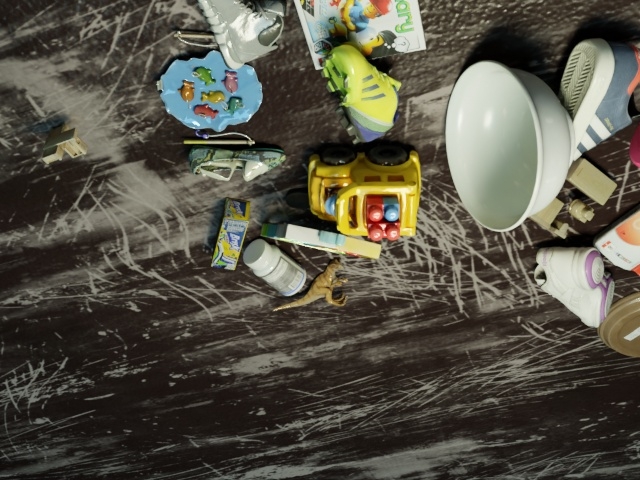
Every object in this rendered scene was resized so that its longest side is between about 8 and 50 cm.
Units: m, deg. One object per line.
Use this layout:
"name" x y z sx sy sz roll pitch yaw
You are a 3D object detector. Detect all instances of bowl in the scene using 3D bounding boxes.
"bowl" 0.349 -0.172 1.549 0.134 0.297 0.298 -10 144 -21

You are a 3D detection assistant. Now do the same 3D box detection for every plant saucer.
"plant saucer" 0.820 0.209 2.159 0.278 0.041 0.278 0 141 0

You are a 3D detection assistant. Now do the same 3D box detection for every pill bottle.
"pill bottle" -0.102 0.058 1.946 0.078 0.078 0.137 -27 133 28

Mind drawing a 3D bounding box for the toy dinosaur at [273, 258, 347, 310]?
"toy dinosaur" 0.000 0.115 2.042 0.112 0.064 0.211 36 121 -12

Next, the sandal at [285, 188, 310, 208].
"sandal" 0.018 -0.079 1.810 0.179 0.040 0.067 -5 139 6

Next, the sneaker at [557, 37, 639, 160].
"sneaker" 0.486 -0.211 1.594 0.148 0.131 0.350 -3 147 -15

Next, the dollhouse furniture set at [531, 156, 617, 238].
"dollhouse furniture set" 0.480 -0.100 1.798 0.144 0.123 0.151 30 97 -31

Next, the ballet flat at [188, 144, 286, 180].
"ballet flat" -0.161 -0.145 1.711 0.188 0.070 0.070 2 140 1

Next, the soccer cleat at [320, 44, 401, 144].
"soccer cleat" 0.078 -0.264 1.514 0.121 0.093 0.289 -30 159 -1

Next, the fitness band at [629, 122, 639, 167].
"fitness band" 0.650 -0.226 1.507 0.054 0.209 0.291 33 132 -14

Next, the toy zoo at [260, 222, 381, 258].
"toy zoo" 0.000 0.000 1.775 0.192 0.030 0.293 13 178 -16

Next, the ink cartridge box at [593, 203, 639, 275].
"ink cartridge box" 0.695 0.020 1.874 0.179 0.045 0.145 43 131 -3

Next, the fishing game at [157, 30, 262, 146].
"fishing game" -0.199 -0.262 1.594 0.189 0.041 0.264 2 140 -7

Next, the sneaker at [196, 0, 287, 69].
"sneaker" -0.126 -0.389 1.422 0.132 0.086 0.228 -18 141 4

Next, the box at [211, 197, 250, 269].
"box" -0.191 -0.012 1.876 0.054 0.059 0.169 11 139 -11

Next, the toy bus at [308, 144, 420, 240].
"toy bus" 0.083 -0.071 1.666 0.220 0.211 0.149 0 122 3

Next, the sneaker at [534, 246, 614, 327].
"sneaker" 0.573 0.094 1.995 0.152 0.114 0.305 9 153 32

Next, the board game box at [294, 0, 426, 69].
"board game box" 0.049 -0.417 1.396 0.193 0.053 0.305 -9 139 11

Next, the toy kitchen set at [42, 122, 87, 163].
"toy kitchen set" -0.468 -0.172 1.665 0.068 0.083 0.075 -17 137 20
